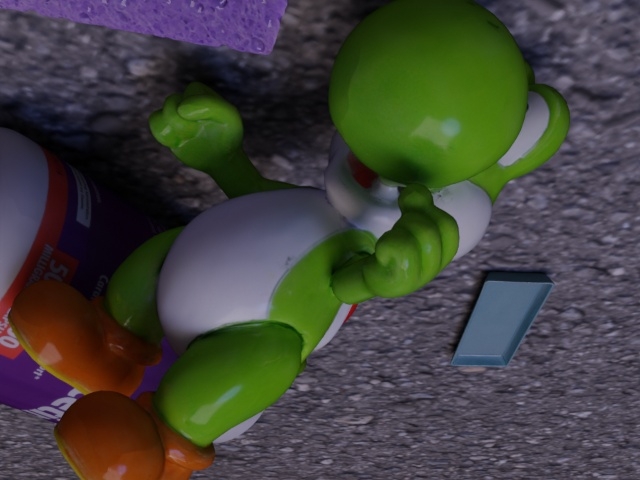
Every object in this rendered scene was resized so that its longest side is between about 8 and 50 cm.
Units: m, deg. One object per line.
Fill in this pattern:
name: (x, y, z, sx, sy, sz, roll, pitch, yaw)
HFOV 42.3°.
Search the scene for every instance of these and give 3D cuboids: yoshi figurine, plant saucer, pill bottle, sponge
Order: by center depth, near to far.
sponge: (-0.116, -0.167, 0.452, 0.210, 0.031, 0.117, 7, 148, -12)
yoshi figurine: (-0.012, -0.020, 0.486, 0.362, 0.203, 0.203, -37, -172, -6)
pill bottle: (-0.179, 0.060, 0.669, 0.181, 0.182, 0.323, -21, 142, 30)
plant saucer: (0.183, 0.084, 0.857, 0.067, 0.018, 0.192, 2, 148, -2)
